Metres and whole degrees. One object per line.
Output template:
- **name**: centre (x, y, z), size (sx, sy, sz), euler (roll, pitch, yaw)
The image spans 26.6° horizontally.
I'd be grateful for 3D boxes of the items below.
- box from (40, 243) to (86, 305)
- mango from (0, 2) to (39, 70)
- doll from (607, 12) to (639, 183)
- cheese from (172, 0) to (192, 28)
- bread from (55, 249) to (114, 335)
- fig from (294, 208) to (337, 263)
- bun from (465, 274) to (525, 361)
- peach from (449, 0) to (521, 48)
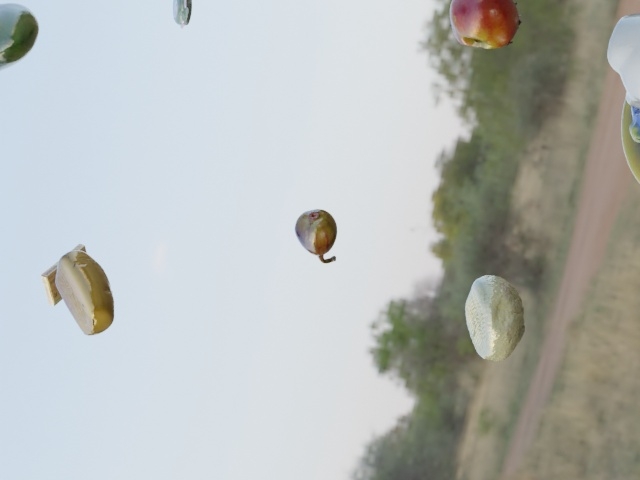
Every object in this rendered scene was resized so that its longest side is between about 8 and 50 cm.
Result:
- **box**: centre (-0.395, 0.053, 2.107), size (0.093, 0.015, 0.058), euler (-45, -40, -41)
- **mango**: centre (-0.500, -0.309, 2.081), size (0.091, 0.237, 0.137), euler (52, -127, -28)
- **doll**: centre (0.319, -0.173, 1.137), size (0.242, 0.159, 0.311), euler (30, -112, -47)
- **cheese**: centre (-0.222, -0.380, 2.157), size (0.121, 0.026, 0.067), euler (-109, 25, -55)
- **bread**: centre (-0.305, 0.067, 1.791), size (0.056, 0.115, 0.082), euler (-19, -32, -31)
- **fig**: centre (0.000, 0.000, 1.606), size (0.083, 0.050, 0.050), euler (69, -150, -43)
- **bun**: centre (0.236, 0.102, 1.787), size (0.115, 0.069, 0.115), euler (171, 90, -82)
- **peach**: centre (0.212, -0.298, 1.749), size (0.061, 0.098, 0.098), euler (55, -133, -65)
